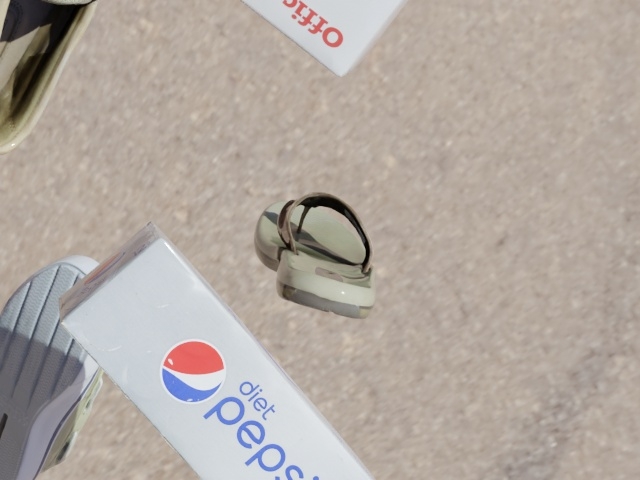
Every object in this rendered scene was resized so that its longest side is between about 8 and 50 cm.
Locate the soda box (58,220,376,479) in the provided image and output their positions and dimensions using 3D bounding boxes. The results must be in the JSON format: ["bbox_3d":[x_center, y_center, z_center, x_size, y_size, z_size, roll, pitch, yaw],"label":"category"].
[{"bbox_3d":[-0.068,0.125,1.073,0.098,0.091,0.286,-41,104,-3],"label":"soda box"}]

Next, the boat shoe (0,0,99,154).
[{"bbox_3d":[-0.170,-0.192,0.934,0.109,0.302,0.098,-1,43,-50],"label":"boat shoe"}]

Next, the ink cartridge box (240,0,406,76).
[{"bbox_3d":[0.028,-0.312,1.236,0.201,0.278,0.117,38,20,-2],"label":"ink cartridge box"}]

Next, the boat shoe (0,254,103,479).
[{"bbox_3d":[-0.262,0.125,1.396,0.109,0.302,0.094,42,35,16],"label":"boat shoe"}]

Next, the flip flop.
[{"bbox_3d":[0.000,0.000,1.304,0.112,0.277,0.080,9,102,-6],"label":"flip flop"}]
